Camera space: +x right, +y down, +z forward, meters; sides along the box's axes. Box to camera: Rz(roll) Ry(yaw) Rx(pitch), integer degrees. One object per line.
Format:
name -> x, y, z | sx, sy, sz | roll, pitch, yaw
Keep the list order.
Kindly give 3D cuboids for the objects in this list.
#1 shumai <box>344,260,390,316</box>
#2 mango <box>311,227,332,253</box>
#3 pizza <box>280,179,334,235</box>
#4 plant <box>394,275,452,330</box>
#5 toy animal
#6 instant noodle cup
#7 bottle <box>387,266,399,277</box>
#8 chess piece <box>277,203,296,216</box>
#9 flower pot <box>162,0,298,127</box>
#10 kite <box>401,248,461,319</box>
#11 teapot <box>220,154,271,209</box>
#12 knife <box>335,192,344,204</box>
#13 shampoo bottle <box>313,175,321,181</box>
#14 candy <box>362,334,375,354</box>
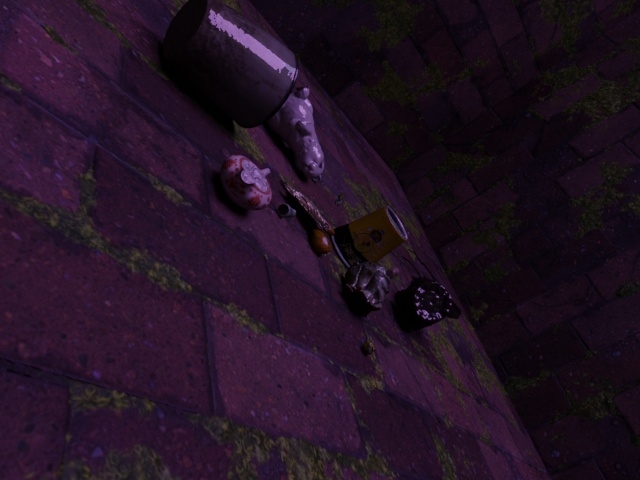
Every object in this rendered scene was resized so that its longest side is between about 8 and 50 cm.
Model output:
shumai -> 0.129, 0.162, 1.637 | 0.142, 0.184, 0.184 | -16, 71, -41
mango -> 0.000, 0.000, 1.635 | 0.079, 0.057, 0.114 | 36, 18, -39
pizza -> -0.043, -0.117, 1.701 | 0.262, 0.034, 0.181 | 47, 3, -6
plant -> 0.414, 0.259, 2.045 | 0.198, 0.189, 0.276 | 56, -9, 2
toy animal -> -0.089, -0.419, 1.969 | 0.258, 0.194, 0.356 | -146, -146, -73
instant noodle cup -> 0.188, -0.008, 1.848 | 0.215, 0.236, 0.215 | 51, 19, -25
bottle -> 0.330, 0.146, 2.264 | 0.045, 0.045, 0.096 | 60, 19, 10
chess piece -> -0.102, -0.090, 1.552 | 0.042, 0.042, 0.093 | 60, 11, 11
flower pot -> -0.278, -0.541, 1.489 | 0.330, 0.294, 0.293 | 26, 34, -46
kite -> 0.479, 0.189, 2.121 | 0.360, 0.022, 0.204 | 54, -12, 10
teapot -> -0.192, -0.154, 1.306 | 0.159, 0.116, 0.245 | 41, 23, -8
knife -> 0.091, -0.187, 2.253 | 0.026, 0.022, 0.184 | 30, 21, -1
shampoo bottle -> -0.029, -0.321, 2.135 | 0.069, 0.041, 0.190 | 41, 22, -28
candy -> 0.147, 0.316, 1.521 | 0.035, 0.035, 0.123 | 44, 9, -3
